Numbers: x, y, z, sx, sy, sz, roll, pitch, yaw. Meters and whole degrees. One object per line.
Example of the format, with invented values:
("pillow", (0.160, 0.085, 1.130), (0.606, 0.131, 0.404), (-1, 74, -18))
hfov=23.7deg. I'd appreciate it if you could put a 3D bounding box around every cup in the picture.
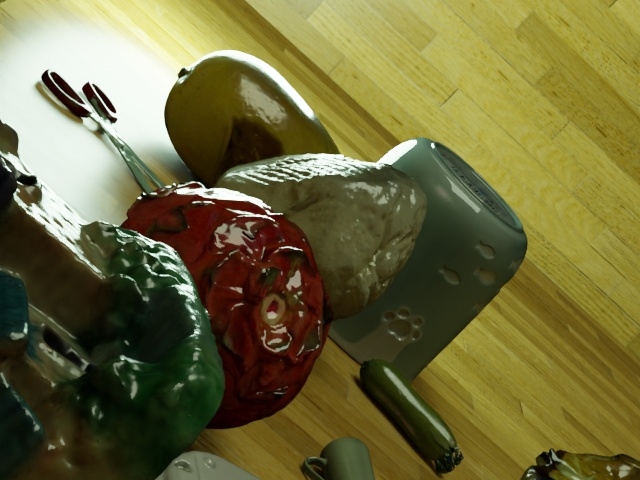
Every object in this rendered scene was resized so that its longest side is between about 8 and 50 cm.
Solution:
("cup", (0.025, 0.250, 1.622), (0.075, 0.054, 0.083), (38, 17, -27))
("cup", (0.156, 0.031, 2.182), (0.357, 0.274, 0.259), (24, 25, -53))

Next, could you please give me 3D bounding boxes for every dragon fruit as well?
("dragon fruit", (-0.104, 0.061, 1.461), (0.252, 0.241, 0.241), (33, 8, 28))

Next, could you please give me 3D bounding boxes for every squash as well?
("squash", (0.118, 0.223, 1.973), (0.183, 0.052, 0.052), (47, 14, 19))

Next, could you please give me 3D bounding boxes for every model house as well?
("model house", (-0.250, 0.047, 1.030), (0.280, 0.245, 0.312), (46, 5, -20))

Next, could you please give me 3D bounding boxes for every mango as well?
("mango", (-0.079, -0.146, 2.226), (0.365, 0.182, 0.253), (27, 21, -49))

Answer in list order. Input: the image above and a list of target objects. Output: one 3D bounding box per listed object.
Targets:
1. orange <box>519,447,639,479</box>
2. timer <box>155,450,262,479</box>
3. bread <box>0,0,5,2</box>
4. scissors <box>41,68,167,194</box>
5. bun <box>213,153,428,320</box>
("orange", (0.336, 0.383, 1.768), (0.271, 0.210, 0.369), (26, 7, 17))
("timer", (-0.042, 0.290, 1.236), (0.262, 0.087, 0.237), (36, 16, -28))
("bread", (-0.437, -0.336, 1.797), (0.197, 0.197, 0.170), (45, 3, 6))
("scissors", (-0.263, -0.128, 2.004), (0.247, 0.017, 0.144), (50, 15, 18))
("bun", (-0.011, 0.002, 1.924), (0.281, 0.281, 0.205), (-38, 126, -76))
